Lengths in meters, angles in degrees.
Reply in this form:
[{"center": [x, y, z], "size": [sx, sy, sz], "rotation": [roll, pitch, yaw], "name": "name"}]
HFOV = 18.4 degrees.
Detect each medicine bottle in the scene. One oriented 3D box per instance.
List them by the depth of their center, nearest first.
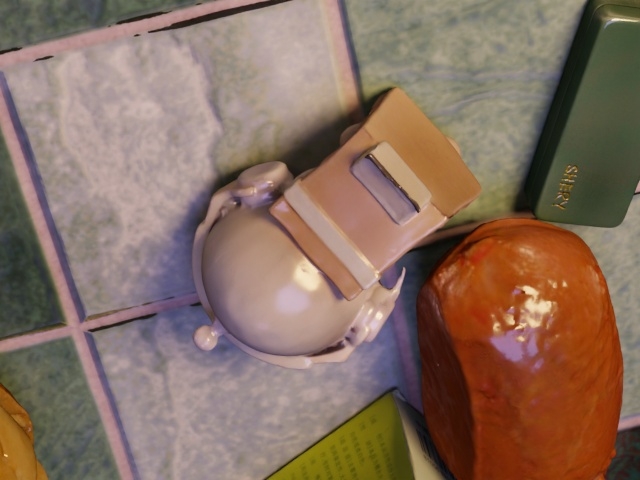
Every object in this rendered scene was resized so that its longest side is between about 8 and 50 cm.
[{"center": [0.020, 0.264, 1.664], "size": [0.250, 0.141, 0.137], "rotation": [-37, 121, 16], "name": "medicine bottle"}]

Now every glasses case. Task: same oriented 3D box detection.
[{"center": [0.217, -0.095, 1.499], "size": [0.078, 0.039, 0.184], "rotation": [6, 125, -15], "name": "glasses case"}]

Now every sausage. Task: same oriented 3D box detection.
[{"center": [0.158, 0.098, 1.556], "size": [0.141, 0.153, 0.268], "rotation": [-23, 131, -14], "name": "sausage"}]

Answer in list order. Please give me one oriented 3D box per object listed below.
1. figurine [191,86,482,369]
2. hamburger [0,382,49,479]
[{"center": [-0.001, 0.002, 1.483], "size": [0.162, 0.141, 0.237], "rotation": [45, 113, -4], "name": "figurine"}, {"center": [-0.370, 0.190, 1.519], "size": [0.318, 0.158, 0.318], "rotation": [-5, 125, -7], "name": "hamburger"}]
